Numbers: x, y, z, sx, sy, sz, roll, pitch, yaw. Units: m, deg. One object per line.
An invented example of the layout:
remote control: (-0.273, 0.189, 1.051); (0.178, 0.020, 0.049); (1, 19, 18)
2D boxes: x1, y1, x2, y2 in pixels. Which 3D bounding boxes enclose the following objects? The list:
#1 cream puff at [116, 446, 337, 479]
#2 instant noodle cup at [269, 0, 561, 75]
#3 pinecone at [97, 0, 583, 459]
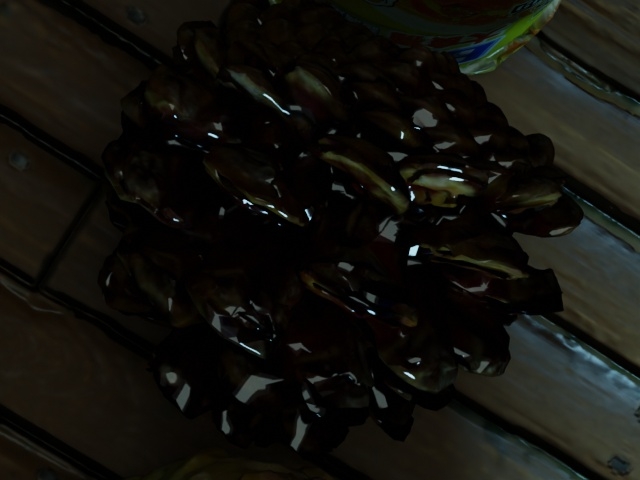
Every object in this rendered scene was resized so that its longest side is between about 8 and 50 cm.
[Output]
cream puff: (-0.069, 0.243, 0.653); (0.343, 0.231, 0.327); (22, 89, -11)
instant noodle cup: (0.063, -0.188, 0.764); (0.205, 0.153, 0.204); (1, 85, -14)
pinecone: (0.000, 0.000, 0.714); (0.222, 0.221, 0.221); (1, 85, -12)
